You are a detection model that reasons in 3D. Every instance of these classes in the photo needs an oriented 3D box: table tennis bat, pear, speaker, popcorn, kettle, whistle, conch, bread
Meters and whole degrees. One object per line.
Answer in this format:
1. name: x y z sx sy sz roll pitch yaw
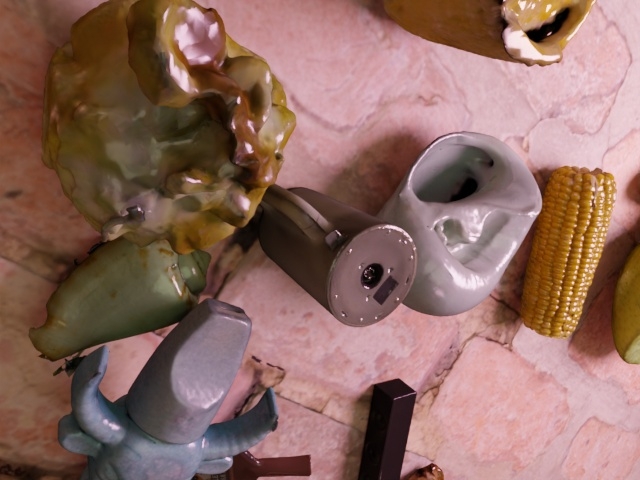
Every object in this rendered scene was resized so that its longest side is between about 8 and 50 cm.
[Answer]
1. table tennis bat: -0.095 0.215 0.679 0.169 0.119 0.108 -1 126 -1
2. pear: 0.570 0.094 0.994 0.288 0.139 0.239 6 119 -38
3. speaker: 0.087 0.282 0.805 0.046 0.040 0.191 -4 110 -34
4. popcorn: -0.110 -0.089 0.438 0.197 0.212 0.198 8 72 -26
5. kettle: -0.001 0.006 0.571 0.126 0.148 0.098 6 107 -36
6. whistle: -0.149 0.169 0.548 0.186 0.093 0.274 23 110 -31
7. conch: -0.177 0.043 0.520 0.170 0.079 0.106 -29 109 -17
8. bread: 0.163 -0.263 0.554 0.197 0.170 0.197 -21 132 -25
9. conch: 0.145 -0.021 0.671 0.221 0.121 0.185 -40 122 -22

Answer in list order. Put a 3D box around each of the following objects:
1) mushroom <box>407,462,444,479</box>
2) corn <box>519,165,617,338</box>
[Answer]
1. mushroom: 0.082 0.502 0.834 0.233 0.302 0.208 3 150 -36
2. corn: 0.341 0.018 0.833 0.093 0.093 0.244 -5 111 -31
